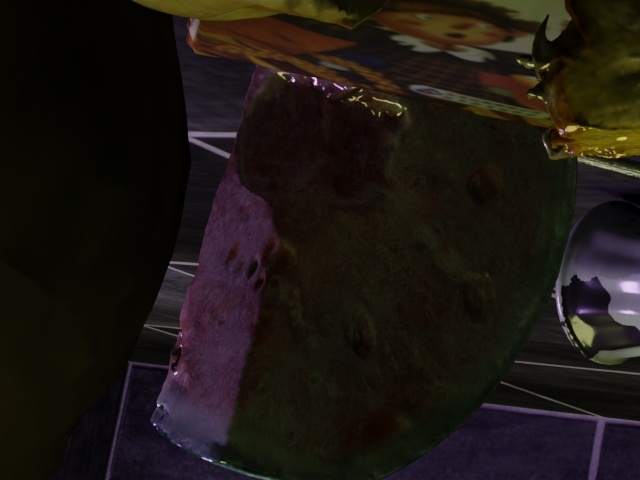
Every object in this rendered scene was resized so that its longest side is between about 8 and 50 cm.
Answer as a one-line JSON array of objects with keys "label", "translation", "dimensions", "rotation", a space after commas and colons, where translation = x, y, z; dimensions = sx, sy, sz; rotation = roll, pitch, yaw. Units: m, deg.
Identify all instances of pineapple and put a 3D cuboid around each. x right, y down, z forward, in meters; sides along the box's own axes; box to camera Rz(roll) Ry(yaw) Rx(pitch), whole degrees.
[{"label": "pineapple", "translation": [0.145, -0.067, 0.747], "dimensions": [0.116, 0.069, 0.137], "rotation": [-3, 173, 34]}]

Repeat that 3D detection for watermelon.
[{"label": "watermelon", "translation": [0.000, 0.000, 1.066], "dimensions": [0.148, 0.318, 0.226], "rotation": [8, 130, 45]}]

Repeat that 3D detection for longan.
[{"label": "longan", "translation": [-0.258, -0.003, 0.792], "dimensions": [0.436, 0.404, 0.404], "rotation": [-1, 165, 44]}]

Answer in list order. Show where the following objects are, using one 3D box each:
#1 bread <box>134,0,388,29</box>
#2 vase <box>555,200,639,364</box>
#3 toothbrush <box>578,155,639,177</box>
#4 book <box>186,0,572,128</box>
[{"label": "bread", "translation": [-0.079, -0.127, 0.564], "dimensions": [0.232, 0.128, 0.088], "rotation": [26, 132, 18]}, {"label": "vase", "translation": [0.315, 0.040, 1.175], "dimensions": [0.165, 0.165, 0.360], "rotation": [19, 172, -40]}, {"label": "toothbrush", "translation": [0.110, -0.058, 1.183], "dimensions": [0.294, 0.028, 0.026], "rotation": [14, 170, 10]}, {"label": "book", "translation": [0.107, -0.114, 0.792], "dimensions": [0.300, 0.039, 0.428], "rotation": [12, 170, -7]}]
